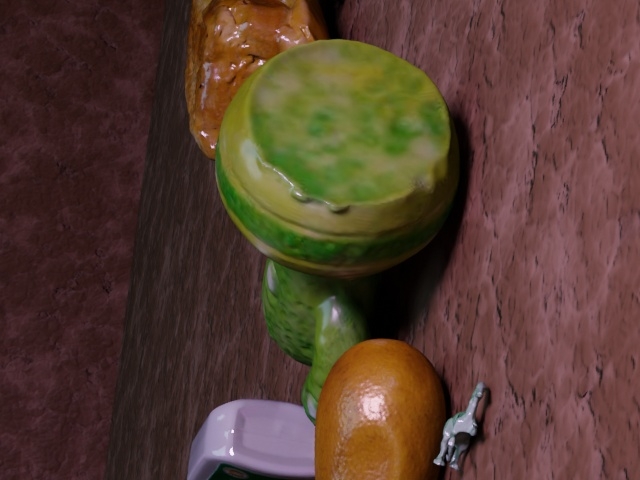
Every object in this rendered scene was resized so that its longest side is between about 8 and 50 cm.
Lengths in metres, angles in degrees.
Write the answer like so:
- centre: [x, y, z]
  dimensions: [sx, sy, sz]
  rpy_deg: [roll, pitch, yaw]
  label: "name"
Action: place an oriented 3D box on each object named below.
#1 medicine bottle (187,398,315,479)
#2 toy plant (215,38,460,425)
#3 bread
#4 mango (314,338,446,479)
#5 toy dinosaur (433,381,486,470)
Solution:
- centre: [-0.057, 0.202, 1.522]
  dimensions: [0.183, 0.119, 0.069]
  rpy_deg: [124, 153, -63]
  label: "medicine bottle"
- centre: [0.000, 0.000, 1.365]
  dimensions: [0.316, 0.184, 0.224]
  rpy_deg: [100, 155, -51]
  label: "toy plant"
- centre: [-0.064, -0.199, 1.835]
  dimensions: [0.344, 0.148, 0.195]
  rpy_deg: [-108, 25, -68]
  label: "bread"
- centre: [0.040, 0.152, 1.213]
  dimensions: [0.115, 0.089, 0.165]
  rpy_deg: [-171, 87, -71]
  label: "mango"
- centre: [0.094, 0.123, 1.144]
  dimensions: [0.083, 0.021, 0.062]
  rpy_deg: [165, 125, -87]
  label: "toy dinosaur"
